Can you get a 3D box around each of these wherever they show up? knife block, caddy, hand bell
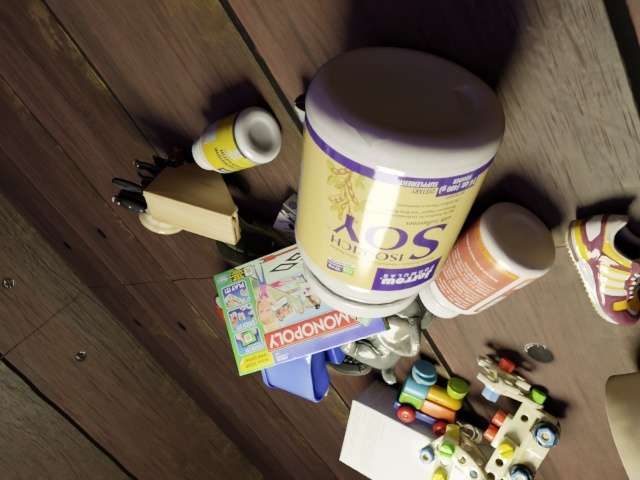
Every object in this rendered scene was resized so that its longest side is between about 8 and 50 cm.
[{"bbox_3d":[-0.325,-0.083,1.008,0.088,0.242,0.276,90,156,-47],"label":"knife block"},{"bbox_3d":[-0.048,0.221,1.102,0.179,0.241,0.341,17,138,20],"label":"caddy"},{"bbox_3d":[-0.378,-0.142,1.162,0.126,0.126,0.242,36,132,7],"label":"hand bell"}]

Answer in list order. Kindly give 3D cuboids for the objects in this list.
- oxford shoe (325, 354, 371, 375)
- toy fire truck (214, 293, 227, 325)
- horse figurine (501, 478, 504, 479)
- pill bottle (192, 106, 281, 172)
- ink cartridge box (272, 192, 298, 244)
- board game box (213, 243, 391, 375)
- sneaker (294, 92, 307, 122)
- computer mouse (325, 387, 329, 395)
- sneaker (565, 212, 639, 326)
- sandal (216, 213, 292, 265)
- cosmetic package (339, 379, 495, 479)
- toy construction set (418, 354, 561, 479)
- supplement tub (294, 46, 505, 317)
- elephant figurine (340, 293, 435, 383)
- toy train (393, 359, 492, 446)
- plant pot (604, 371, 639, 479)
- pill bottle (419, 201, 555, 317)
[{"bbox_3d":[0.061,0.332,1.269,0.227,0.083,0.096,-1,143,47],"label":"oxford shoe"},{"bbox_3d":[-0.178,0.235,1.339,0.217,0.158,0.246,25,131,21],"label":"toy fire truck"},{"bbox_3d":[0.484,0.647,1.209,0.263,0.066,0.174,27,138,17],"label":"horse figurine"},{"bbox_3d":[-0.168,-0.186,0.891,0.184,0.103,0.103,-4,125,46],"label":"pill bottle"},{"bbox_3d":[0.000,0.000,0.984,0.207,0.046,0.097,38,146,4],"label":"ink cartridge box"},{"bbox_3d":[-0.045,0.120,0.917,0.317,0.046,0.214,-21,78,17],"label":"board game box"},{"bbox_3d":[0.020,-0.194,0.763,0.135,0.052,0.058,31,161,10],"label":"sneaker"},{"bbox_3d":[-0.018,0.389,1.381,0.193,0.042,0.106,35,148,55],"label":"computer mouse"},{"bbox_3d":[0.411,0.046,0.628,0.185,0.069,0.084,52,149,-16],"label":"sneaker"},{"bbox_3d":[-0.155,0.005,1.084,0.302,0.086,0.120,28,115,38],"label":"sandal"},{"bbox_3d":[0.251,0.534,1.167,0.365,0.155,0.197,20,106,27],"label":"cosmetic package"},{"bbox_3d":[0.351,0.390,0.946,0.215,0.151,0.328,30,114,28],"label":"toy construction set"},{"bbox_3d":[0.087,-0.066,0.654,0.241,0.241,0.331,28,140,18],"label":"supplement tub"},{"bbox_3d":[0.154,0.157,0.932,0.186,0.169,0.239,26,136,-29],"label":"elephant figurine"},{"bbox_3d":[0.308,0.379,1.074,0.248,0.105,0.143,21,124,12],"label":"toy train"},{"bbox_3d":[0.575,0.262,0.590,0.256,0.256,0.274,48,127,-9],"label":"plant pot"},{"bbox_3d":[0.248,0.044,0.733,0.121,0.121,0.216,39,145,3],"label":"pill bottle"}]
